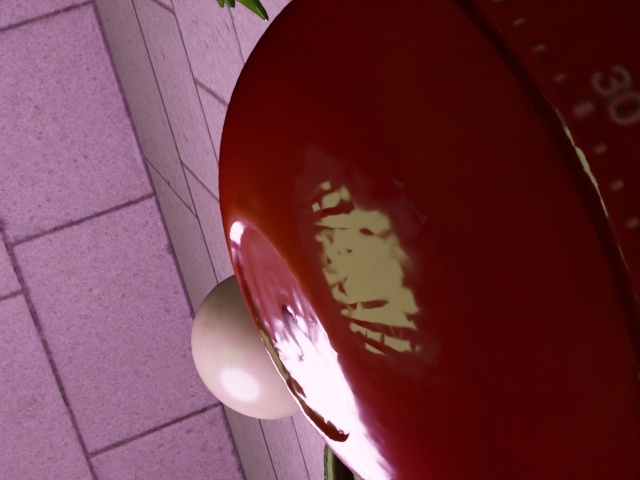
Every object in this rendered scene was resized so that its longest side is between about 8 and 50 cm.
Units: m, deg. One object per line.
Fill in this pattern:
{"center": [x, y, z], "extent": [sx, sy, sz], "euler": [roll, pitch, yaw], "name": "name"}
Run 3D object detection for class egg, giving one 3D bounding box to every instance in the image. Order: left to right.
{"center": [-0.075, 0.147, 1.775], "extent": [0.269, 0.219, 0.219], "euler": [-144, 35, -67], "name": "egg"}

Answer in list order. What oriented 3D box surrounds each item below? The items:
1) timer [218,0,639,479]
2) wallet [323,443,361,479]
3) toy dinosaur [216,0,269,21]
{"center": [0.098, 0.000, 0.767], "extent": [0.378, 0.279, 0.378], "euler": [57, 161, 32], "name": "timer"}
{"center": [0.095, 0.229, 0.996], "extent": [0.309, 0.077, 0.223], "euler": [7, -100, -62], "name": "wallet"}
{"center": [-0.046, -0.290, 1.223], "extent": [0.194, 0.177, 0.152], "euler": [-17, 89, 47], "name": "toy dinosaur"}
